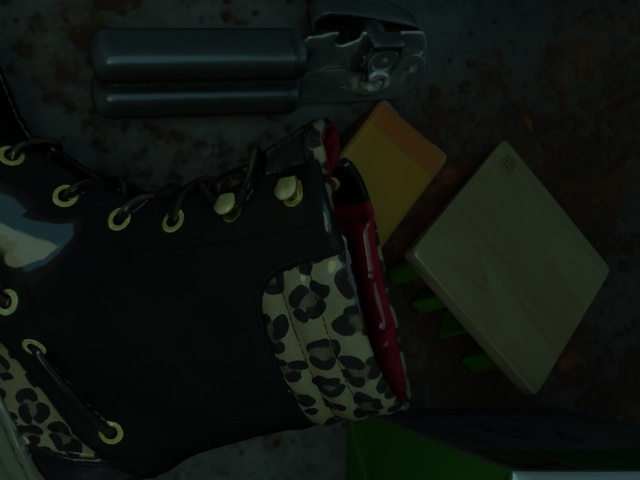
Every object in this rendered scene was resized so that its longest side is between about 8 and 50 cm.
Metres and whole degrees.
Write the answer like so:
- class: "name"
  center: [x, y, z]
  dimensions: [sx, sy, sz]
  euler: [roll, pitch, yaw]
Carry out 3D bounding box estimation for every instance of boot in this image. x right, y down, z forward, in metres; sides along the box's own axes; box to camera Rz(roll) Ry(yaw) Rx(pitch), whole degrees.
- class: "boot"
  center: [-0.121, -0.020, 0.475]
  dimensions: [0.284, 0.138, 0.377]
  euler: [-15, 95, 16]

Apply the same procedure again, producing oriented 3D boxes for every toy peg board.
- class: "toy peg board"
  center: [0.151, 0.027, 0.672]
  dimensions: [0.161, 0.079, 0.160]
  euler: [49, 58, -10]

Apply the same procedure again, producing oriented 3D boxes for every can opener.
- class: "can opener"
  center: [-0.046, -0.156, 0.625]
  dimensions: [0.284, 0.076, 0.095]
  euler: [-5, 55, -18]

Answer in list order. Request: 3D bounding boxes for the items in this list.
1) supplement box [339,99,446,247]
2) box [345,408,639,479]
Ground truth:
- class: "supplement box"
  center: [0.000, 0.000, 0.613]
  dimensions: [0.078, 0.080, 0.233]
  euler: [41, 74, -11]
- class: "box"
  center: [0.169, 0.204, 0.557]
  dimensions: [0.231, 0.262, 0.126]
  euler: [4, 85, -17]
